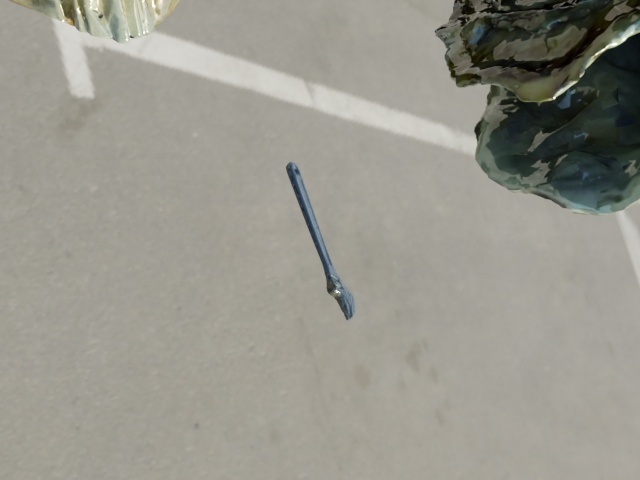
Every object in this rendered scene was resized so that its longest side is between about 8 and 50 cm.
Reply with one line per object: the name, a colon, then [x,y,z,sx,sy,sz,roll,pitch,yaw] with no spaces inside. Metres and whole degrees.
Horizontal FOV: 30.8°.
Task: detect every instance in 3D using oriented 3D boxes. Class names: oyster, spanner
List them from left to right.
spanner: [0.000,0.000,1.426,0.046,0.012,0.208,-5,72,-65]
oyster: [0.148,-0.146,0.535,0.351,0.162,0.158,-64,150,-53]

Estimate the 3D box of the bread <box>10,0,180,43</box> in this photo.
bread: [-0.149,-0.227,0.732,0.192,0.210,0.110,-50,163,-42]
